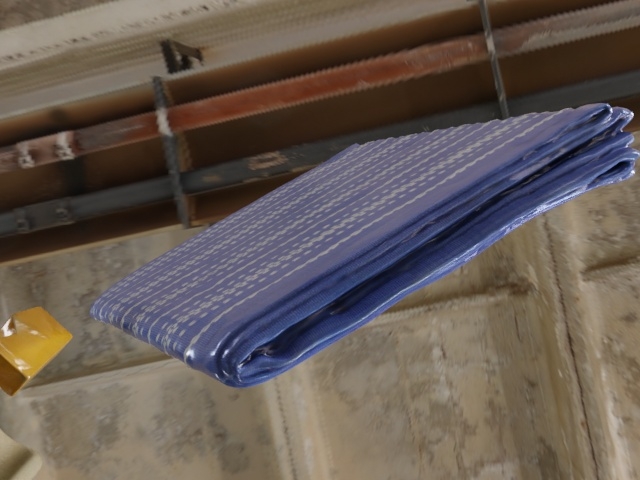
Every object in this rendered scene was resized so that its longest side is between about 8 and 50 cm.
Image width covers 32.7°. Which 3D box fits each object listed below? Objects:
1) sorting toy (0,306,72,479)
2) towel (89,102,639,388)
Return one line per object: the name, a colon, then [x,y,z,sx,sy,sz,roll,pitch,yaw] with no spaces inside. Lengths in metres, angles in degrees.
sorting toy: [-0.242,0.058,0.534,0.229,0.307,0.041,43,-67,-4]
towel: [0.000,0.000,0.633,0.243,0.336,0.040,-30,-79,-18]
